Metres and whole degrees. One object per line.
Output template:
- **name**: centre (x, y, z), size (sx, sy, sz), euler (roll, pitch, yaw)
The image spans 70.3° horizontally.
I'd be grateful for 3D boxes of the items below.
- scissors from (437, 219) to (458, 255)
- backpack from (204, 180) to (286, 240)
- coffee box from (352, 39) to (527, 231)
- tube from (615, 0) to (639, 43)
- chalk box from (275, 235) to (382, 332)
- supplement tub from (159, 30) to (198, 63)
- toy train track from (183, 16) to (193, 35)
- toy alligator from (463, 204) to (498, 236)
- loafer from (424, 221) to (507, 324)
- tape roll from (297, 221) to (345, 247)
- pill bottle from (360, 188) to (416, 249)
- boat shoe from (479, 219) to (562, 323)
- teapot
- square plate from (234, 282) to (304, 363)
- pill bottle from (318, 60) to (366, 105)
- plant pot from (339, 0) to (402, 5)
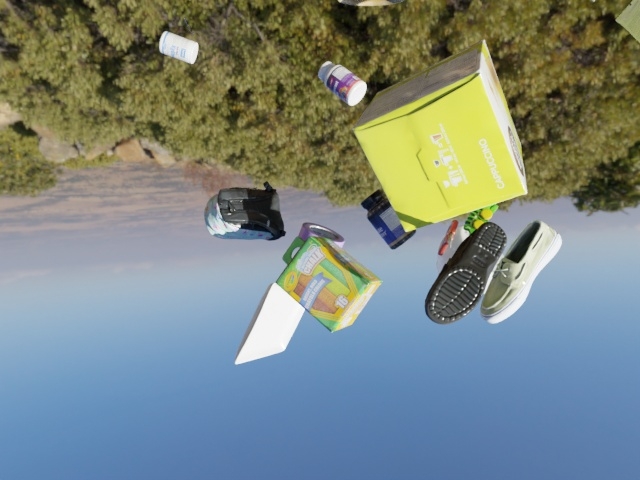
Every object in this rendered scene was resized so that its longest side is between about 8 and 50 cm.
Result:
- **scissors**: centre (0.343, -0.017, 1.194), size (0.021, 0.109, 0.297), euler (27, 180, 12)
- **backpack**: centre (-0.188, -0.062, 1.112), size (0.182, 0.152, 0.115), euler (1, 155, -41)
- **coffee box**: centre (0.341, -0.285, 1.257), size (0.338, 0.338, 0.334), euler (-18, -154, 30)
- **tube**: centre (0.821, -0.523, 1.125), size (0.070, 0.240, 0.062), euler (-23, 142, 23)
- **chalk box**: centre (0.004, 0.076, 0.991), size (0.213, 0.132, 0.132), euler (38, -170, 18)
- **supplement tub**: centre (-0.458, -0.623, 1.467), size (0.107, 0.071, 0.071), euler (18, 177, -6)
- **toy train track**: centre (-0.524, -0.857, 1.815), size (0.014, 0.083, 0.048), euler (-25, 175, -9)
- **toy alligator**: centre (0.435, -0.073, 1.222), size (0.051, 0.190, 0.056), euler (34, 168, 16)
- **loafer**: centre (0.264, 0.065, 0.837), size (0.220, 0.080, 0.078), euler (-48, 178, -16)
- **tape roll**: centre (0.000, 0.000, 1.882), size (0.189, 0.080, 0.189), euler (21, -164, -6)
- **pill bottle**: centre (0.254, -0.083, 1.735), size (0.123, 0.219, 0.123), euler (-38, 178, -2)
- **boat shoe**: centre (0.511, 0.079, 1.208), size (0.094, 0.302, 0.109), euler (35, 180, -21)
- **teapot**: centre (0.472, 0.088, 1.493), size (0.256, 0.252, 0.187), euler (19, 130, -30)
- **square plate**: centre (-0.175, 0.305, 1.792), size (0.049, 0.344, 0.347), euler (29, -171, 25)
- **pill bottle**: centre (0.085, -0.649, 1.863), size (0.108, 0.193, 0.108), euler (-40, 159, -19)
- **plant pot**: centre (0.178, -0.854, 1.580), size (0.236, 0.032, 0.236), euler (-1, -162, 0)
